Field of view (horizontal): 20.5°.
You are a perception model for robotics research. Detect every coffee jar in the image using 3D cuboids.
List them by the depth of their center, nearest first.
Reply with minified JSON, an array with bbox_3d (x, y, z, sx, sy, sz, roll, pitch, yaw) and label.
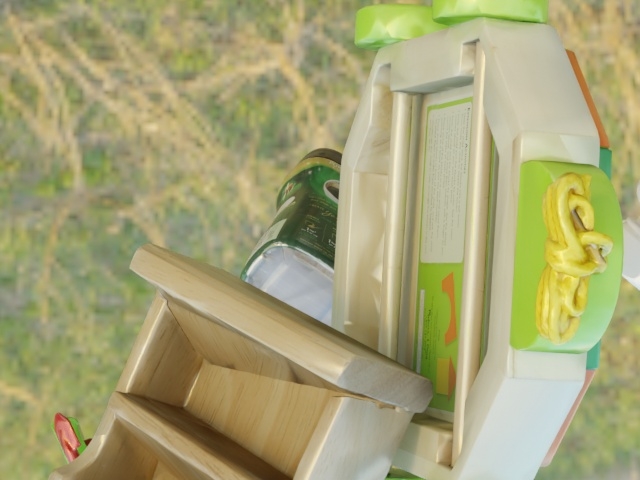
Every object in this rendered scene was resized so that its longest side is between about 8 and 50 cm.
[{"bbox_3d":[0.000,0.000,1.430,0.096,0.184,0.079,35,120,-8],"label":"coffee jar"}]

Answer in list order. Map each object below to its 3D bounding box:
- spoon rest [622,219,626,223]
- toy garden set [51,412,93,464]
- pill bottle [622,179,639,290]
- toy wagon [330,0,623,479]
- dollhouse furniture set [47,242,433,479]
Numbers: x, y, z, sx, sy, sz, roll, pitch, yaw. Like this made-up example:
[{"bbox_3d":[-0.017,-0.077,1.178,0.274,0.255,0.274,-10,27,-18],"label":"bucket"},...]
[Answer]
[{"bbox_3d":[0.185,0.037,1.362,0.276,0.137,0.084,-9,119,-7],"label":"spoon rest"},{"bbox_3d":[-0.138,0.236,1.368,0.049,0.244,0.204,-25,158,-11],"label":"toy garden set"},{"bbox_3d":[0.299,-0.045,1.252,0.119,0.119,0.208,24,106,-45],"label":"pill bottle"},{"bbox_3d":[0.073,0.011,0.855,0.068,0.267,0.344,3,179,-17],"label":"toy wagon"},{"bbox_3d":[-0.174,0.108,0.772,0.394,0.256,0.362,22,-178,-45],"label":"dollhouse furniture set"}]
